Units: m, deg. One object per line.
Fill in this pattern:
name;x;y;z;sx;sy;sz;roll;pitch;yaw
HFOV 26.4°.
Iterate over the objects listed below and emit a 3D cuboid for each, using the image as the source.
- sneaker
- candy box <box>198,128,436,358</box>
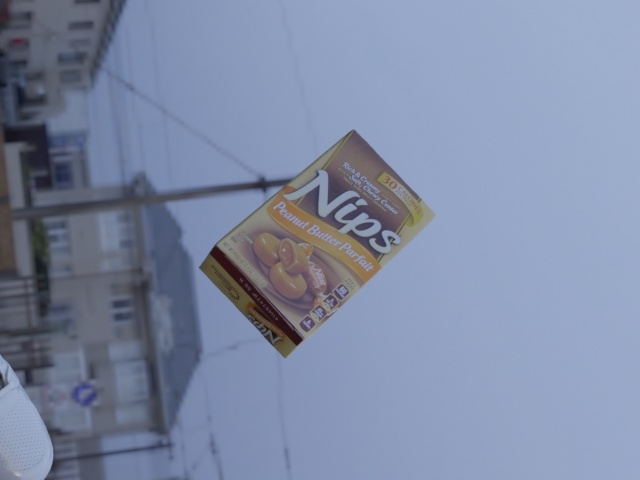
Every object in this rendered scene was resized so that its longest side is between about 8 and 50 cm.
sneaker;-0.330;0.092;1.209;0.292;0.108;0.169;50;-37;1
candy box;0.000;0.000;1.966;0.183;0.316;0.087;47;-33;2
